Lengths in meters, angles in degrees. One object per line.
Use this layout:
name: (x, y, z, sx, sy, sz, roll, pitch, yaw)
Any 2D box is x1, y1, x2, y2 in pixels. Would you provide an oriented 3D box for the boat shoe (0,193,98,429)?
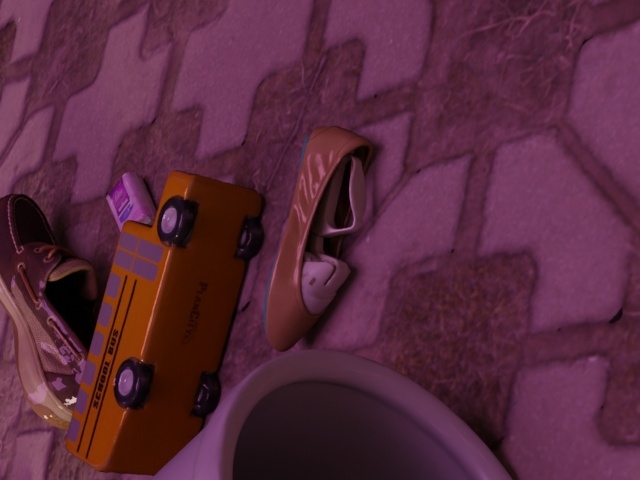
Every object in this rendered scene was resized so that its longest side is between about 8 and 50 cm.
boat shoe: (-0.325, 0.063, 1.546, 0.123, 0.123, 0.342, -37, 53, 19)

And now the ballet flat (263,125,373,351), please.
ballet flat: (0.000, 0.000, 1.226, 0.073, 0.080, 0.232, 10, 88, 34)

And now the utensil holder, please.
utensil holder: (-0.051, 0.329, 1.006, 0.385, 0.328, 0.327, -46, 49, 33)

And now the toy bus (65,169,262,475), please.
toy bus: (-0.172, 0.090, 1.364, 0.130, 0.108, 0.332, 17, 92, 50)

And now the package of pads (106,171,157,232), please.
package of pads: (-0.229, -0.039, 1.520, 0.050, 0.032, 0.083, -48, 48, 24)
